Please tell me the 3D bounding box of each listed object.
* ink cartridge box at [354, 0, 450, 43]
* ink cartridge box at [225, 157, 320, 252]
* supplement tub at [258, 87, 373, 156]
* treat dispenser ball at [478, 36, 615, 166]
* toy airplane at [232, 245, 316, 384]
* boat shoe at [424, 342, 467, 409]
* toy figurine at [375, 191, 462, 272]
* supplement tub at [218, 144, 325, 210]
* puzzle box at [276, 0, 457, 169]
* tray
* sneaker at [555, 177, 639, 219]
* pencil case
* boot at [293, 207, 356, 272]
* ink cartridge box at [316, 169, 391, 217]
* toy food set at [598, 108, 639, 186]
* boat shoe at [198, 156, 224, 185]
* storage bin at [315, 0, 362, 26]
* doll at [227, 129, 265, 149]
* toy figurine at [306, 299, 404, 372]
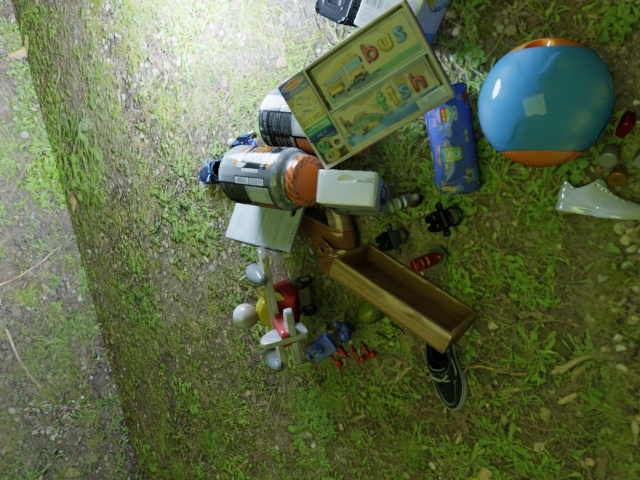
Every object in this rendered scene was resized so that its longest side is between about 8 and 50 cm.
[{"bbox_3d":[0.235,-0.648,1.397,0.171,0.168,0.232,36,122,21],"label":"ink cartridge box"},{"bbox_3d":[-0.150,-0.129,1.790,0.330,0.071,0.324,13,82,39],"label":"ink cartridge box"},{"bbox_3d":[-0.007,-0.362,1.631,0.338,0.207,0.207,13,110,32],"label":"supplement tub"},{"bbox_3d":[0.512,-0.313,1.214,0.288,0.288,0.288,11,109,34],"label":"treat dispenser ball"},{"bbox_3d":[-0.164,0.261,1.772,0.272,0.384,0.386,-6,64,5],"label":"toy airplane"},{"bbox_3d":[0.376,0.390,1.628,0.108,0.102,0.301,-3,101,37],"label":"boat shoe"},{"bbox_3d":[0.288,-0.032,1.556,0.209,0.148,0.213,30,121,33],"label":"toy figurine"},{"bbox_3d":[-0.149,-0.195,1.643,0.316,0.193,0.193,11,109,39],"label":"supplement tub"},{"bbox_3d":[0.114,-0.398,1.401,0.409,0.052,0.272,-27,100,27],"label":"puzzle box"},{"bbox_3d":[0.246,0.161,1.595,0.411,0.203,0.076,33,121,25],"label":"tray"},{"bbox_3d":[0.687,-0.102,1.284,0.212,0.080,0.094,13,100,34],"label":"sneaker"},{"bbox_3d":[0.354,-0.274,1.445,0.133,0.119,0.306,-10,97,14],"label":"pencil case"},{"bbox_3d":[0.000,0.000,1.808,0.283,0.109,0.220,-4,104,30],"label":"boot"},{"bbox_3d":[0.103,-0.134,1.563,0.172,0.237,0.100,5,86,17],"label":"ink cartridge box"},{"bbox_3d":[0.734,-0.241,1.215,0.111,0.104,0.232,32,139,10],"label":"toy food set"},{"bbox_3d":[-0.385,-0.278,2.006,0.258,0.089,0.109,-21,90,38],"label":"boat shoe"},{"bbox_3d":[0.075,-0.733,1.546,0.122,0.084,0.180,35,122,24],"label":"storage bin"},{"bbox_3d":[-0.272,-0.345,1.903,0.189,0.046,0.129,16,74,47],"label":"doll"},{"bbox_3d":[0.071,0.350,1.769,0.362,0.217,0.191,-38,80,37],"label":"toy figurine"}]
